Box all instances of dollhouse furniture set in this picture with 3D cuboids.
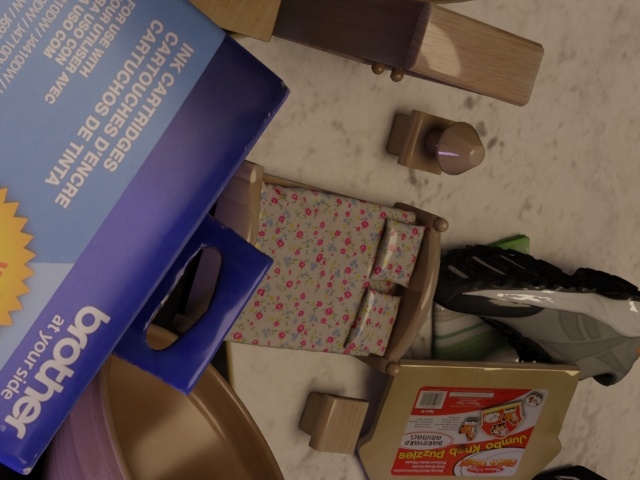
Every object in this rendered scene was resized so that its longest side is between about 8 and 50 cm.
[{"bbox_3d":[0.000,0.000,0.928,0.303,0.174,0.355,12,98,-40],"label":"dollhouse furniture set"}]

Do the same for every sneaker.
[{"bbox_3d":[0.199,0.074,1.139,0.272,0.100,0.108,15,103,-37],"label":"sneaker"}]

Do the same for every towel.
[{"bbox_3d":[0.149,0.078,1.174,0.113,0.023,0.152,-17,115,-34],"label":"towel"}]

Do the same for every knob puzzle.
[{"bbox_3d":[0.122,0.178,1.151,0.213,0.030,0.213,-8,127,-10],"label":"knob puzzle"}]

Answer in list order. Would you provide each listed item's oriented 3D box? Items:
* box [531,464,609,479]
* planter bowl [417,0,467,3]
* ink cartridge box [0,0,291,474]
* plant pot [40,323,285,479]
[{"bbox_3d":[0.330,0.432,1.196,0.097,0.395,0.318,-5,108,-37],"label":"box"},{"bbox_3d":[0.084,-0.254,0.932,0.162,0.162,0.109,12,71,-41],"label":"planter bowl"},{"bbox_3d":[-0.209,-0.061,0.708,0.395,0.151,0.270,37,81,-30],"label":"ink cartridge box"},{"bbox_3d":[-0.117,0.185,0.902,0.110,0.237,0.237,-32,130,14],"label":"plant pot"}]
